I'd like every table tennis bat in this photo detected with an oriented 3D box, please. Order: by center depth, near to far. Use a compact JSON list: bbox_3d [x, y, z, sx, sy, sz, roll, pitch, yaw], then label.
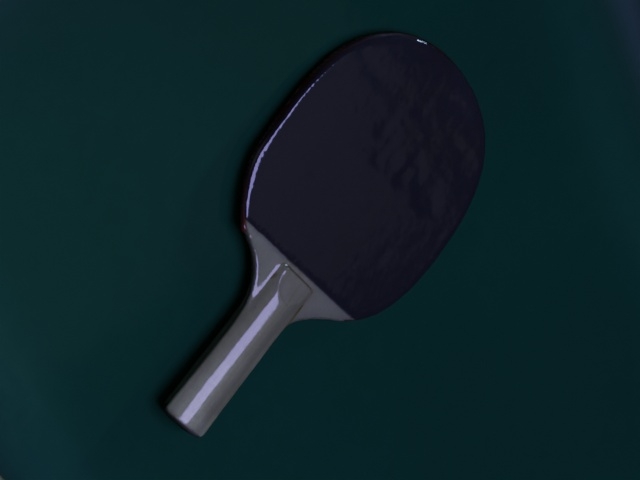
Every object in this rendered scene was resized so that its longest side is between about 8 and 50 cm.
[{"bbox_3d":[0.000,0.000,0.627,0.156,0.013,0.087,-52,126,-11],"label":"table tennis bat"}]

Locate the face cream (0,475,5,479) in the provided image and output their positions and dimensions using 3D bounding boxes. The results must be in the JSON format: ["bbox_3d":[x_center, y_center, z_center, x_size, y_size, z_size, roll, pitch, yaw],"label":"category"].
[{"bbox_3d":[-0.138,0.125,0.537,0.139,0.067,0.285,-41,123,-16],"label":"face cream"}]
